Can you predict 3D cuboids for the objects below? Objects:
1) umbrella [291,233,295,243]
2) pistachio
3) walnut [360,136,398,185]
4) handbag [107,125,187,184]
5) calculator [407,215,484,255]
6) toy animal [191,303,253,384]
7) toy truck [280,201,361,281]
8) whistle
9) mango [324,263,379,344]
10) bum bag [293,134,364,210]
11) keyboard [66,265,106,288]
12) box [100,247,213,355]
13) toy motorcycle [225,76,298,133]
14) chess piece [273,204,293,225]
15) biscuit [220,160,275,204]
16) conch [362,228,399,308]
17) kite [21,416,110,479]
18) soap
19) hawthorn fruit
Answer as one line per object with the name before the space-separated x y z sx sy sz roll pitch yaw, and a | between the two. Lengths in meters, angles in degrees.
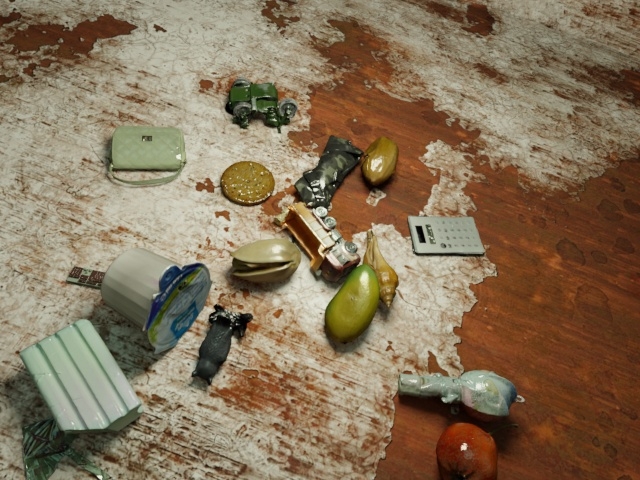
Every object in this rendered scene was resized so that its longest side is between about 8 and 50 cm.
umbrella | -0.089 0.008 1.532 0.022 0.022 0.149 -15 51 30
pistachio | -0.164 0.060 1.421 0.214 0.144 0.144 -4 59 -6
walnut | 0.220 -0.296 1.718 0.137 0.137 0.245 25 53 5
handbag | -0.584 -0.285 1.589 0.255 0.079 0.220 -2 62 -10
calculator | 0.435 -0.018 1.650 0.261 0.021 0.161 0 58 -11
toy animal | -0.271 0.279 1.269 0.120 0.117 0.210 20 54 -6
toy truck | 0.000 0.000 1.489 0.135 0.114 0.270 -29 72 -34
whistle | 0.391 0.423 1.306 0.345 0.134 0.142 5 45 5
mango | 0.102 0.189 1.379 0.137 0.091 0.238 34 85 21
bum bag | 0.028 -0.244 1.671 0.143 0.095 0.341 32 63 1
keyboard | -0.642 0.113 1.358 0.165 0.017 0.055 12 57 -3
box | -0.455 0.127 1.244 0.206 0.291 0.263 23 59 16
toy motorcycle | -0.228 -0.524 1.787 0.274 0.127 0.205 -4 58 -6
chess piece | -0.118 -0.091 1.581 0.035 0.035 0.092 34 55 11
biscuit | -0.251 -0.199 1.626 0.187 0.027 0.188 5 58 -9
conch | 0.178 0.088 1.502 0.109 0.093 0.331 5 38 -16
kite | -0.608 0.502 1.123 0.249 0.012 0.229 27 58 5
soap | -0.590 0.353 1.165 0.172 0.095 0.289 -32 67 -29
hawthorn fruit | 0.423 0.532 1.235 0.285 0.165 0.165 -27 66 -35
